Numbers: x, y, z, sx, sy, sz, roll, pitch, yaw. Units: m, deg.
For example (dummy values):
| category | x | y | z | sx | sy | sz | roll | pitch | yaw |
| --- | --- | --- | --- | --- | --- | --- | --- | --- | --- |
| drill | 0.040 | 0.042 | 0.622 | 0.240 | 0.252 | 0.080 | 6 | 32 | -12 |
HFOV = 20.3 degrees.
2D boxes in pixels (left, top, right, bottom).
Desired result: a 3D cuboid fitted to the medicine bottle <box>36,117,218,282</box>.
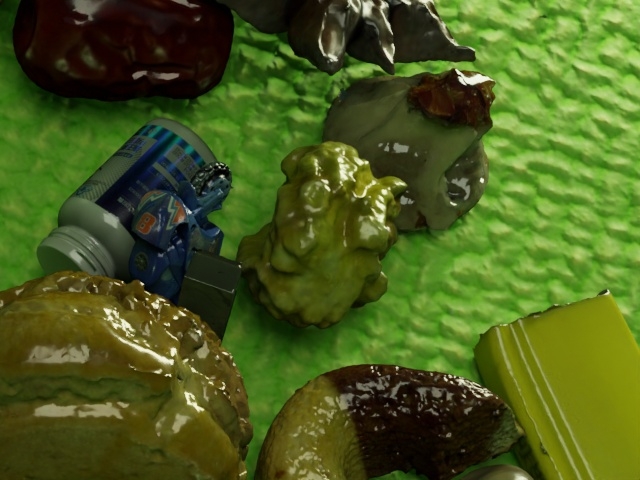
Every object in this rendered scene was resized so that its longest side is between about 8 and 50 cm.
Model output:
| category | x | y | z | sx | sy | sz | roll | pitch | yaw |
| --- | --- | --- | --- | --- | --- | --- | --- | --- | --- |
| medicine bottle | -0.193 | -0.028 | 1.795 | 0.107 | 0.107 | 0.191 | 38 | 61 | 9 |

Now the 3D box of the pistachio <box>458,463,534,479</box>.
| category | x | y | z | sx | sy | sz | roll | pitch | yaw |
| --- | --- | --- | --- | --- | --- | --- | --- | --- | --- |
| pistachio | 0.156 | 0.282 | 1.703 | 0.149 | 0.113 | 0.113 | -38 | 75 | -19 |

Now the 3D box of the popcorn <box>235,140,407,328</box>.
| category | x | y | z | sx | sy | sz | roll | pitch | yaw |
| --- | --- | --- | --- | --- | --- | --- | --- | --- | --- |
| popcorn | 0.005 | 0.000 | 1.785 | 0.155 | 0.197 | 0.197 | 29 | 60 | 3 |

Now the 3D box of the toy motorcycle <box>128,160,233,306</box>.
| category | x | y | z | sx | sy | sz | roll | pitch | yaw |
| --- | --- | --- | --- | --- | --- | --- | --- | --- | --- |
| toy motorcycle | -0.144 | 0.019 | 1.729 | 0.076 | 0.205 | 0.114 | 33 | 29 | 33 |

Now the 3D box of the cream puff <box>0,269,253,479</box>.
| category | x | y | z | sx | sy | sz | roll | pitch | yaw |
| --- | --- | --- | --- | --- | --- | --- | --- | --- | --- |
| cream puff | -0.223 | 0.160 | 1.561 | 0.327 | 0.343 | 0.231 | -12 | 41 | 5 |

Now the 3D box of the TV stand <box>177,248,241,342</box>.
| category | x | y | z | sx | sy | sz | roll | pitch | yaw |
| --- | --- | --- | --- | --- | --- | --- | --- | --- | --- |
| TV stand | -0.115 | 0.090 | 1.661 | 0.049 | 0.256 | 0.040 | 20 | 59 | 0 |

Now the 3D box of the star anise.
| category | x | y | z | sx | sy | sz | roll | pitch | yaw |
| --- | --- | --- | --- | --- | --- | --- | --- | --- | --- |
| star anise | 0.018 | -0.278 | 1.923 | 0.349 | 0.109 | 0.292 | -8 | 55 | -42 |

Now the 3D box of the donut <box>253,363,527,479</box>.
| category | x | y | z | sx | sy | sz | roll | pitch | yaw |
| --- | --- | --- | --- | --- | --- | --- | --- | --- | --- |
| donut | 0.043 | 0.181 | 1.716 | 0.295 | 0.112 | 0.151 | -25 | 62 | -16 |

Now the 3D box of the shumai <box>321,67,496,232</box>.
| category | x | y | z | sx | sy | sz | roll | pitch | yaw |
| --- | --- | --- | --- | --- | --- | --- | --- | --- | --- |
| shumai | 0.105 | -0.113 | 1.901 | 0.201 | 0.120 | 0.201 | 7 | 60 | -12 |

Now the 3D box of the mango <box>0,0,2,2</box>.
| category | x | y | z | sx | sy | sz | roll | pitch | yaw |
| --- | --- | --- | --- | --- | --- | --- | --- | --- | --- |
| mango | -0.360 | -0.337 | 1.900 | 0.138 | 0.187 | 0.257 | 46 | 32 | -29 |

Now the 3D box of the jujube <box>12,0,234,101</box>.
| category | x | y | z | sx | sy | sz | roll | pitch | yaw |
| --- | --- | --- | --- | --- | --- | --- | --- | --- | --- |
| jujube | -0.205 | -0.217 | 1.873 | 0.230 | 0.155 | 0.155 | 9 | 60 | -13 |

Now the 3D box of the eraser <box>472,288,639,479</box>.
| category | x | y | z | sx | sy | sz | roll | pitch | yaw |
| --- | --- | --- | --- | --- | --- | --- | --- | --- | --- |
| eraser | 0.266 | 0.172 | 1.808 | 0.158 | 0.069 | 0.226 | -14 | 65 | -21 |
